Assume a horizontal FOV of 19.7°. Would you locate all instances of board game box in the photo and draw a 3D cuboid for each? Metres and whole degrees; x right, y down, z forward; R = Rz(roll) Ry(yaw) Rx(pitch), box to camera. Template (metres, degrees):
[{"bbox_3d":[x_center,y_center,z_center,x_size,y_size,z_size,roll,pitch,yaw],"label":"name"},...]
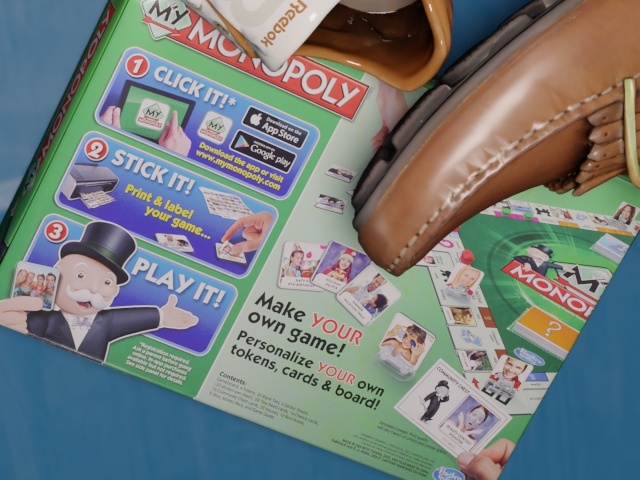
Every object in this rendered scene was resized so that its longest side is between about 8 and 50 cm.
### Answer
[{"bbox_3d":[0.000,0.000,1.003,0.317,0.046,0.213,23,103,-19],"label":"board game box"}]

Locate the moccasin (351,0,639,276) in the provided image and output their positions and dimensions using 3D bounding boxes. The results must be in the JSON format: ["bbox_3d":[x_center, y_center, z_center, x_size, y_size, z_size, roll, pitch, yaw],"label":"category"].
[{"bbox_3d":[0.188,-0.081,0.933,0.380,0.139,0.147,-29,87,-19],"label":"moccasin"}]

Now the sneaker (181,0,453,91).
[{"bbox_3d":[-0.047,-0.156,0.855,0.290,0.123,0.106,21,129,-30],"label":"sneaker"}]
